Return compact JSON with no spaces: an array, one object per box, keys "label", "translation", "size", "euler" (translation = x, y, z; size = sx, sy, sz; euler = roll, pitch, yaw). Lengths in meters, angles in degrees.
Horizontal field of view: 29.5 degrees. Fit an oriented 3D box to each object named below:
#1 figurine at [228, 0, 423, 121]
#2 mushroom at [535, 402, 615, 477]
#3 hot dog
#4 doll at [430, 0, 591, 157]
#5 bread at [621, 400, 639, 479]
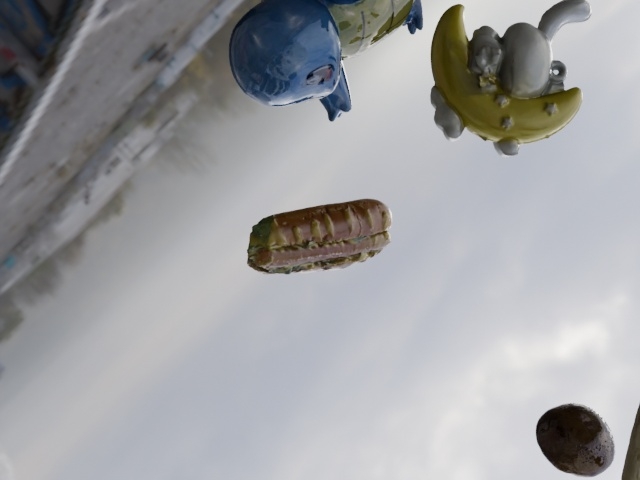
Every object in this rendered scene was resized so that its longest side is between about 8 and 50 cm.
[{"label":"figurine","translation":[0.046,-0.332,1.568],"size":[0.298,0.243,0.416],"euler":[-46,-159,59]},{"label":"mushroom","translation":[0.378,0.299,1.812],"size":[0.127,0.127,0.087],"euler":[-47,155,-50]},{"label":"hot dog","translation":[0.000,0.000,1.923],"size":[0.269,0.072,0.115],"euler":[-13,134,-30]},{"label":"doll","translation":[0.277,-0.246,1.795],"size":[0.111,0.237,0.252],"euler":[101,-5,-80]},{"label":"bread","translation":[0.543,0.336,2.025],"size":[0.073,0.053,0.214],"euler":[45,59,-69]}]
